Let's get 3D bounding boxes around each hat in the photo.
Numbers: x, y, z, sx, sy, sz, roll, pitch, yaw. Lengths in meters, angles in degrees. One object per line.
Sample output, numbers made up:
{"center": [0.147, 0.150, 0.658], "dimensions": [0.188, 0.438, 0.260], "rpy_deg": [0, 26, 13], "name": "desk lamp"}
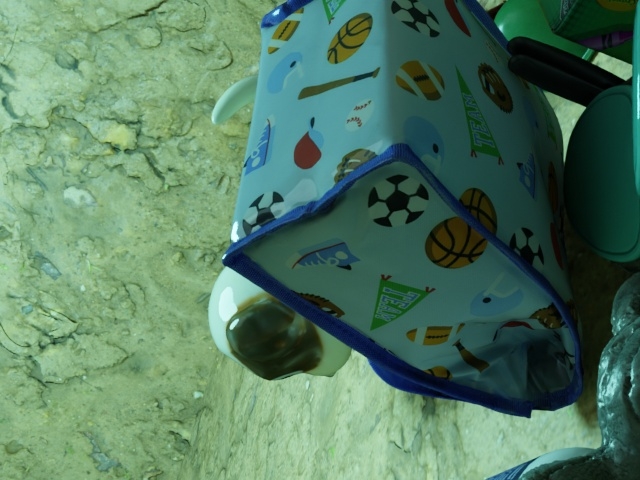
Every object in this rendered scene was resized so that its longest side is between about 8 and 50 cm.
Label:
{"center": [0.225, -0.281, 1.080], "dimensions": [0.173, 0.184, 0.208], "rpy_deg": [-109, 39, -65], "name": "hat"}

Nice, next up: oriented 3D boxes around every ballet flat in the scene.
{"center": [0.276, -0.059, 0.609], "dimensions": [0.483, 0.182, 0.164], "rpy_deg": [23, -113, -78], "name": "ballet flat"}

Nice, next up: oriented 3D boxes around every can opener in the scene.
{"center": [0.255, -0.144, 0.831], "dimensions": [0.059, 0.186, 0.073], "rpy_deg": [-79, 13, -50], "name": "can opener"}

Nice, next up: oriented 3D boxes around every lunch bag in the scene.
{"center": [0.114, -0.043, 0.863], "dimensions": [0.239, 0.385, 0.327], "rpy_deg": [-28, 43, 35], "name": "lunch bag"}

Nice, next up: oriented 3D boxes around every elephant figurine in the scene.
{"center": [0.241, 0.079, 0.532], "dimensions": [0.186, 0.239, 0.169], "rpy_deg": [-89, 22, -46], "name": "elephant figurine"}

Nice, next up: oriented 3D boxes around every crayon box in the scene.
{"center": [0.290, -0.275, 0.880], "dimensions": [0.278, 0.165, 0.081], "rpy_deg": [-91, 23, -48], "name": "crayon box"}

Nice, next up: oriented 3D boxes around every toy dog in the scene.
{"center": [0.000, 0.000, 1.227], "dimensions": [0.408, 0.395, 0.284], "rpy_deg": [-66, 23, -5], "name": "toy dog"}

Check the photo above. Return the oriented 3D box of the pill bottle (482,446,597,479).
{"center": [0.186, 0.251, 0.709], "dimensions": [0.264, 0.153, 0.153], "rpy_deg": [129, 154, -55], "name": "pill bottle"}
